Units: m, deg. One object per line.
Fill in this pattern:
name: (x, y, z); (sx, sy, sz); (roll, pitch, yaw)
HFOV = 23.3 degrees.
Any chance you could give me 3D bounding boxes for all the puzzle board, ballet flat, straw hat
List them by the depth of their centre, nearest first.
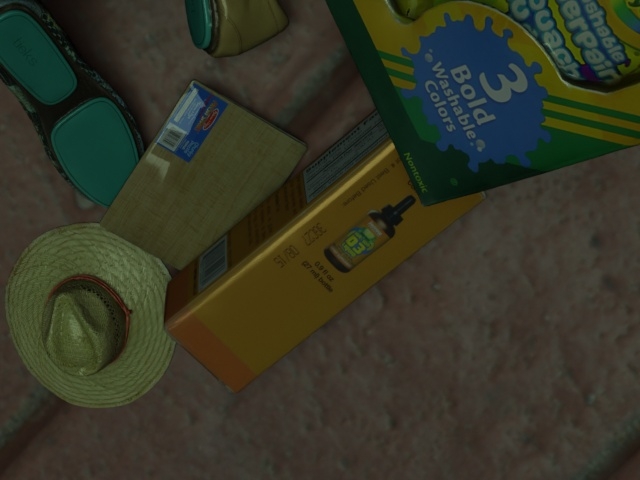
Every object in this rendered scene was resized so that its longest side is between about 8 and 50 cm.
ballet flat: (-0.071, -0.242, 1.047); (0.073, 0.080, 0.232); (-15, 105, -18)
ballet flat: (-0.180, -0.104, 1.082); (0.070, 0.070, 0.188); (-17, 130, 11)
puzzle board: (-0.084, -0.040, 1.106); (0.096, 0.011, 0.128); (30, 105, -16)
straw hat: (-0.173, 0.064, 1.128); (0.144, 0.061, 0.144); (2, 104, 8)

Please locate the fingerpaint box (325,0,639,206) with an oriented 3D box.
fingerpaint box: (0.132, -0.277, 0.863); (0.371, 0.163, 0.445); (-15, 104, 47)

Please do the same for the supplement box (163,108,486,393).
supplement box: (0.000, 0.000, 1.077); (0.233, 0.080, 0.078); (-38, 111, 15)
